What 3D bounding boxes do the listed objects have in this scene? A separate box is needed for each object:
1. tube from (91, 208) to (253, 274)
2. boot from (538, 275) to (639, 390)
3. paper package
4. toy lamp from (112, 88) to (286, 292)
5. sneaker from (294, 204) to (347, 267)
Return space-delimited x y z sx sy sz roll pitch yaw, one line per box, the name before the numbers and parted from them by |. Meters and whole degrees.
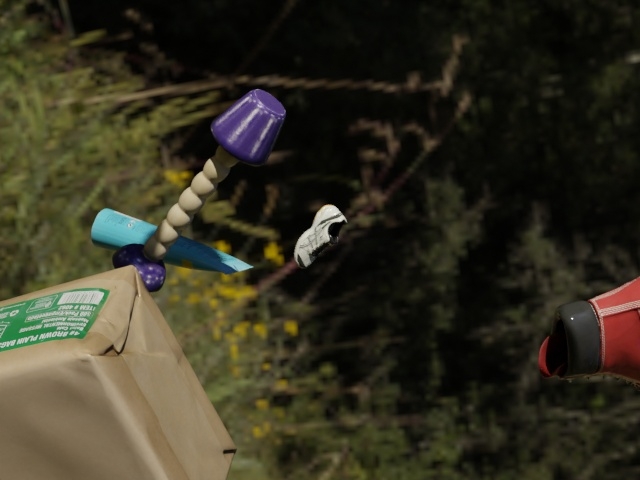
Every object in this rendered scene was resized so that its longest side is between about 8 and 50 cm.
tube | -0.194 0.009 2.130 0.080 0.207 0.052 -24 127 -63
boot | 0.310 0.128 1.677 0.244 0.176 0.088 69 -1 -46
paper package | -0.303 0.217 1.846 0.168 0.325 0.309 -72 143 -52
toy lamp | -0.137 -0.059 1.916 0.080 0.275 0.080 32 26 -18
sneaker | 0.000 0.000 1.935 0.032 0.037 0.083 14 110 -50
